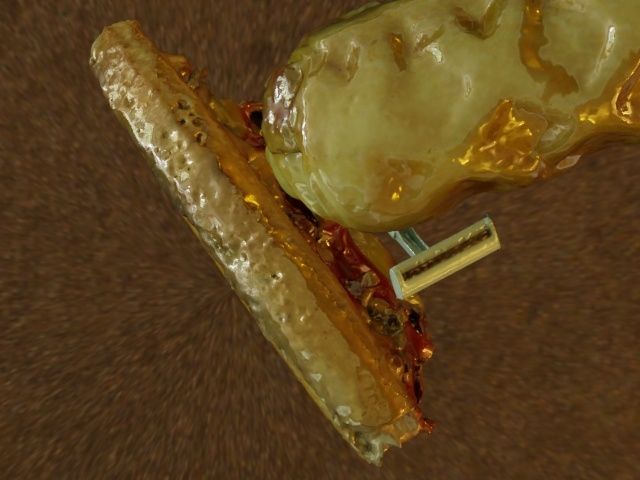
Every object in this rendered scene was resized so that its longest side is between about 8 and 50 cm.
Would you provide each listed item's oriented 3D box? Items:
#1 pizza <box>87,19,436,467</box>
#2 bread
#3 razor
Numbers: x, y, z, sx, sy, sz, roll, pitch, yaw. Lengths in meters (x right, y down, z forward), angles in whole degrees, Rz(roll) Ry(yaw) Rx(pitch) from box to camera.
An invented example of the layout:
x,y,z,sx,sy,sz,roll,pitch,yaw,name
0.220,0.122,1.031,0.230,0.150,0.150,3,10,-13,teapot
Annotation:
x,y,z,sx,sy,sz,roll,pitch,yaw,name
0.000,0.000,1.446,0.130,0.406,0.440,-39,70,11,pizza
0.105,-0.075,0.603,0.269,0.087,0.098,-19,57,7,bread
0.028,-0.042,1.146,0.084,0.036,0.211,-26,51,-24,razor
